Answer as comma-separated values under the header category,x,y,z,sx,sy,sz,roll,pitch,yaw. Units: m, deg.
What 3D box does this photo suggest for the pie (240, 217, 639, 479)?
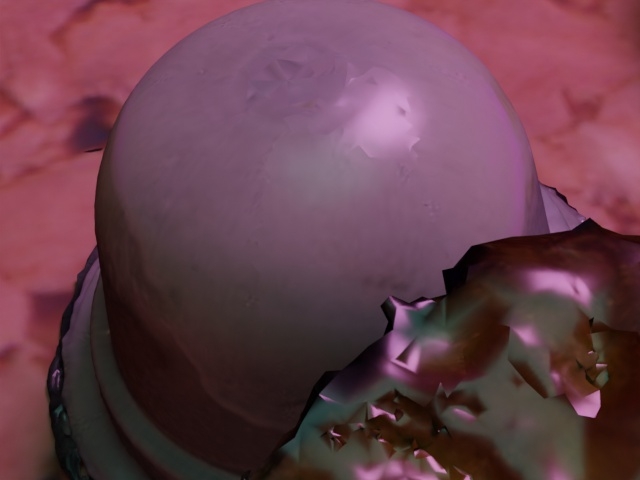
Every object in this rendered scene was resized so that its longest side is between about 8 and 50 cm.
category,x,y,z,sx,sy,sz,roll,pitch,yaw
pie,0.079,0.159,0.388,0.288,0.103,0.354,37,78,19

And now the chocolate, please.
category,x,y,z,sx,sy,sz,roll,pitch,yaw
chocolate,0.004,-0.007,0.541,0.221,0.147,0.221,-1,46,1
